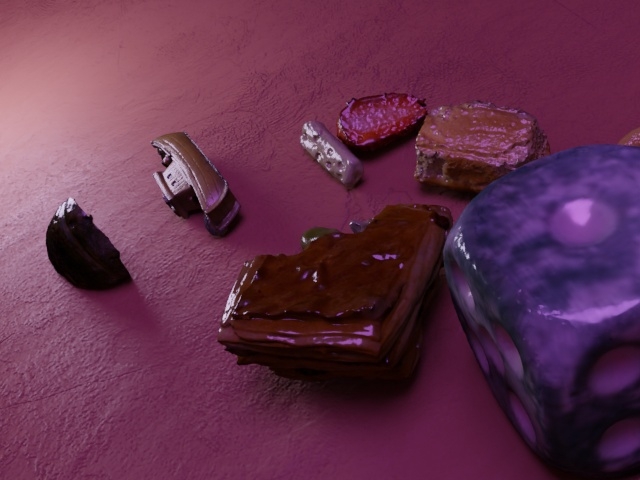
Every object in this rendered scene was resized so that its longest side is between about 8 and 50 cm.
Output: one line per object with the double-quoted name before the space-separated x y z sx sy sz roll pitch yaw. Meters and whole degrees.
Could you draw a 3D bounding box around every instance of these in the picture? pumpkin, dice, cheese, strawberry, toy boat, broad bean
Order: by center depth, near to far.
"dice" 0.384 0.095 1.273 0.328 0.348 0.330 -23 38 -4
"broad bean" 0.000 0.000 1.698 0.083 0.045 0.063 3 47 31
"pumpkin" -0.488 -0.012 1.788 0.111 0.163 0.278 -34 45 -16
"cheese" 0.020 -0.174 1.844 0.043 0.065 0.194 3 32 -38
"strawberry" 0.124 -0.231 1.864 0.188 0.082 0.121 -12 64 -5
"toy boat" -0.269 -0.120 1.874 0.121 0.089 0.321 -39 46 -3

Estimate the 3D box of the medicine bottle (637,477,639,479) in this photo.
"medicine bottle" 0.446 0.404 1.105 0.114 0.114 0.252 -7 46 12

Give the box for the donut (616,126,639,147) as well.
"donut" 0.579 -0.126 1.568 0.174 0.074 0.190 -48 51 -1

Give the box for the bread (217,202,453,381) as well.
"bread" 0.040 0.092 1.498 0.314 0.191 0.370 -1 35 25

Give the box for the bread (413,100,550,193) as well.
"bread" 0.294 -0.165 1.703 0.246 0.121 0.174 12 60 23
